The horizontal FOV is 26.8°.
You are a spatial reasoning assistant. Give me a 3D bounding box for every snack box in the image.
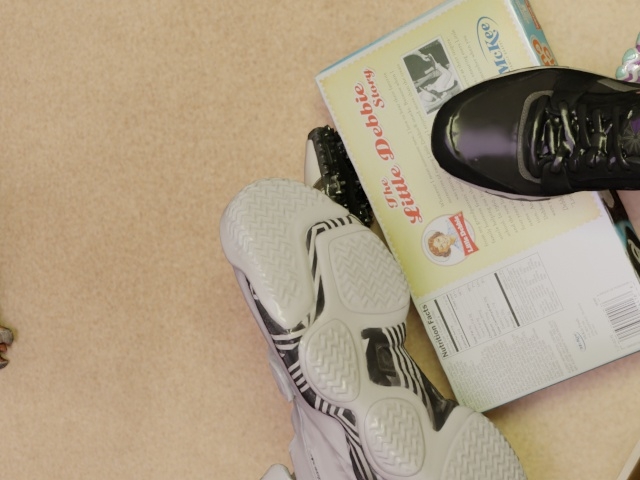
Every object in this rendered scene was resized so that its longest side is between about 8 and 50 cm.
[{"bbox_3d":[0.142,-0.035,1.114,0.187,0.060,0.322,-26,85,26],"label":"snack box"}]

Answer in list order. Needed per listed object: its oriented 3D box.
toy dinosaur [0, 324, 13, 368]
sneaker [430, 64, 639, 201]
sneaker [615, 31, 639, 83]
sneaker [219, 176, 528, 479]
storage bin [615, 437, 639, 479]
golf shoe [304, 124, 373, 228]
[{"bbox_3d":[-0.440,0.002,1.388,0.295,0.127,0.200,42,120,22],"label":"toy dinosaur"},{"bbox_3d":[0.222,-0.082,0.984,0.283,0.124,0.107,3,88,6],"label":"sneaker"},{"bbox_3d":[0.275,-0.138,1.044,0.069,0.038,0.098,32,111,21],"label":"sneaker"},{"bbox_3d":[0.002,0.132,1.117,0.366,0.137,0.210,55,139,-4],"label":"sneaker"},{"bbox_3d":[0.371,0.189,0.993,0.260,0.123,0.262,31,109,21],"label":"storage bin"},{"bbox_3d":[0.000,0.000,1.184,0.094,0.077,0.198,-11,91,28],"label":"golf shoe"}]
